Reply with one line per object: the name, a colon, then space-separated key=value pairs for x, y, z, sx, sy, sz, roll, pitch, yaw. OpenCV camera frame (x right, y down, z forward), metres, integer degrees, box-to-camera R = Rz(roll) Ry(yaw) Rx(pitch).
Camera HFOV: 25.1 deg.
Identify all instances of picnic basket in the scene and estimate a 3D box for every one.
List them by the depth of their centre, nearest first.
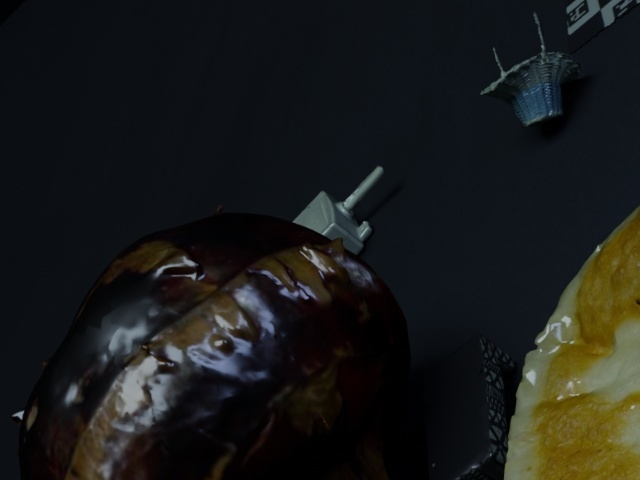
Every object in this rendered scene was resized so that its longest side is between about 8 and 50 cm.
picnic basket: x=0.162 y=-0.130 z=1.133 sx=0.065 sy=0.083 sz=0.083 roll=-35 pitch=71 yaw=64

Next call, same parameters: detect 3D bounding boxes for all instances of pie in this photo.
pie: x=0.220 y=0.074 z=0.758 sx=0.339 sy=0.077 sz=0.339 roll=-41 pitch=30 yaw=30

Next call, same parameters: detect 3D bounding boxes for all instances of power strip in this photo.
power strip: x=0.000 y=0.000 z=1.291 sx=0.175 sy=0.042 sz=0.075 roll=-47 pitch=23 yaw=14

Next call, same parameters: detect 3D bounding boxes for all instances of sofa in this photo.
sofa: x=0.101 y=0.122 z=0.948 sx=0.060 sy=0.039 sz=0.118 roll=-42 pitch=27 yaw=27

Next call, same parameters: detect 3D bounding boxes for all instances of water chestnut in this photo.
water chestnut: x=-0.049 y=0.137 z=0.965 sx=0.300 sy=0.300 sz=0.300 roll=-41 pitch=27 yaw=26

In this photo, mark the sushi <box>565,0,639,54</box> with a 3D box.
sushi: x=0.259 y=-0.283 z=1.193 sx=0.192 sy=0.050 sz=0.215 roll=-37 pitch=29 yaw=33
